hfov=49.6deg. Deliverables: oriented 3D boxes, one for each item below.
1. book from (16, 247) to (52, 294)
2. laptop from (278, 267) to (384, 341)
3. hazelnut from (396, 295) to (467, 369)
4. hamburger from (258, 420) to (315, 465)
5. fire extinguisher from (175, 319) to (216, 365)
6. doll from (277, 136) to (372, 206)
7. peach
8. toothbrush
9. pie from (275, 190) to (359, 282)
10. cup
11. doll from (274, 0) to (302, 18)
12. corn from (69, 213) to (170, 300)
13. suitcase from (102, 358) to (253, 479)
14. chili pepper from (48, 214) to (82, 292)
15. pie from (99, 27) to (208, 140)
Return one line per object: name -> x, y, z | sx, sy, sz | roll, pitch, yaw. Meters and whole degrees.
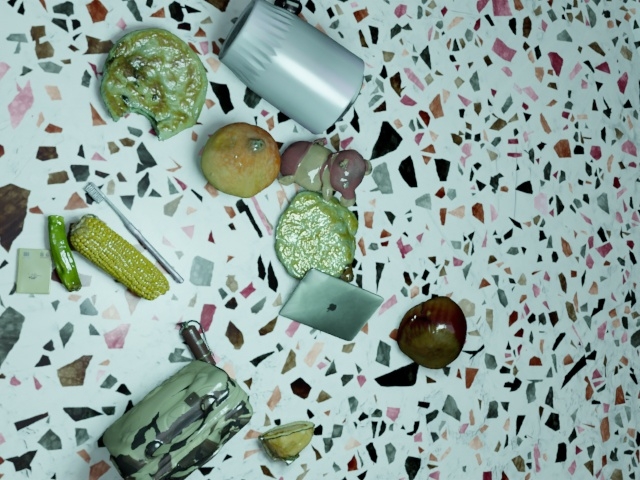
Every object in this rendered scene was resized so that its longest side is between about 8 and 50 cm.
book -> -0.701, 0.076, 1.700 | 0.077, 0.014, 0.111 | 5, 85, -27
laptop -> 0.033, 0.193, 2.042 | 0.269, 0.015, 0.188 | 24, 114, -26
hazelnut -> 0.357, 0.278, 2.169 | 0.229, 0.229, 0.230 | 1, 87, -29
hamburger -> -0.098, 0.579, 1.976 | 0.176, 0.087, 0.102 | -8, 103, -35
fire extinguisher -> -0.333, 0.275, 1.881 | 0.157, 0.045, 0.078 | 62, 36, -11
doll -> 0.008, -0.206, 1.995 | 0.196, 0.255, 0.152 | -44, 145, -55
peach -> -0.208, -0.218, 1.868 | 0.232, 0.232, 0.233 | 1, 87, -29
toothbrush -> -0.485, -0.013, 1.819 | 0.029, 0.024, 0.354 | -46, 108, -17
pie -> -0.008, -0.004, 2.039 | 0.257, 0.105, 0.275 | 9, 83, -19
cup -> -0.079, -0.489, 1.942 | 0.371, 0.253, 0.253 | 31, 74, -21
doll -> -0.085, -0.730, 2.050 | 0.091, 0.067, 0.219 | 16, 74, -24
corn -> -0.510, 0.050, 1.765 | 0.293, 0.106, 0.106 | 45, 68, -23
suitcase -> -0.343, 0.448, 1.689 | 0.351, 0.339, 0.194 | -39, 106, -21
chili pepper -> -0.637, 0.034, 1.717 | 0.052, 0.050, 0.202 | -16, 96, -28
pie -> -0.436, -0.417, 1.842 | 0.302, 0.067, 0.303 | 1, 87, -27
